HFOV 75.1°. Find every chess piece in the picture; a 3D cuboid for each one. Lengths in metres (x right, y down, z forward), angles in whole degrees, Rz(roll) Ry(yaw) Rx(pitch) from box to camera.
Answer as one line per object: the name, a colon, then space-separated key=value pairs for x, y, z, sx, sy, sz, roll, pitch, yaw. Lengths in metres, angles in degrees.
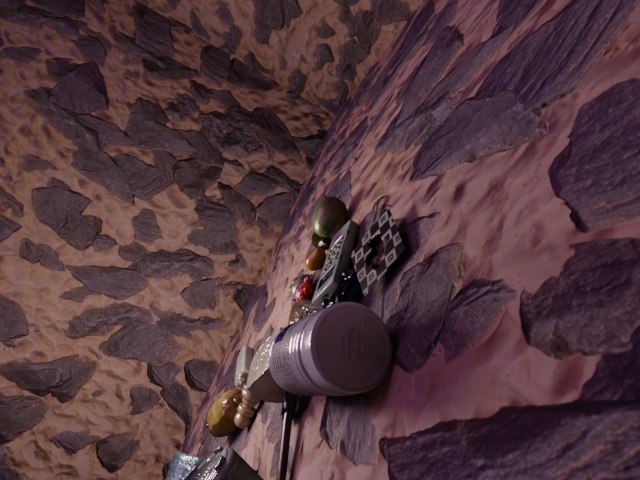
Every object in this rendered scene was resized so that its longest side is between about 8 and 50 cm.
chess piece: x=-0.283 y=0.653 z=1.640 sx=0.094 sy=0.094 sz=0.171 roll=-154 pitch=83 yaw=-78

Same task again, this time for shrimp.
shrimp: x=-0.053 y=0.288 z=1.500 sx=0.316 sy=0.062 sz=0.165 roll=147 pitch=130 yaw=-60

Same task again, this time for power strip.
power strip: x=-0.391 y=0.647 z=2.134 sx=0.098 sy=0.058 sz=0.338 roll=-61 pitch=12 yaw=6

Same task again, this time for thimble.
thimble: x=-0.527 y=0.965 z=1.704 sx=0.235 sy=0.198 sz=0.143 roll=124 pitch=165 yaw=-56

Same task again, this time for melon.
melon: x=0.040 y=-0.103 z=1.723 sx=0.192 sy=0.139 sz=0.139 roll=-64 pitch=12 yaw=-11

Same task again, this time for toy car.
toy car: x=0.084 y=0.140 z=1.217 sx=0.216 sy=0.063 sz=0.103 roll=-53 pitch=10 yaw=-31

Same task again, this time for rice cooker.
rice cooker: x=-0.246 y=0.689 z=1.066 sx=0.241 sy=0.227 sz=0.280 roll=-41 pitch=5 yaw=20

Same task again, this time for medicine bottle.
medicine bottle: x=0.009 y=0.263 z=0.974 sx=0.332 sy=0.189 sz=0.190 roll=-40 pitch=26 yaw=61

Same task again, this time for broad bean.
broad bean: x=0.000 y=0.000 z=1.848 sx=0.077 sy=0.061 sz=0.339 roll=-55 pitch=14 yaw=3

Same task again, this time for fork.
fork: x=0.168 y=-0.057 z=1.359 sx=0.034 sy=0.028 sz=0.220 roll=-26 pitch=38 yaw=64

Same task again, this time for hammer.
hammer: x=-0.096 y=0.580 z=1.079 sx=0.366 sy=0.043 sz=0.111 roll=-86 pitch=7 yaw=-50

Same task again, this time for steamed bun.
steamed bun: x=-0.104 y=0.384 z=1.249 sx=0.242 sy=0.164 sz=0.146 roll=-50 pitch=19 yaw=37

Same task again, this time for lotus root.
lotus root: x=-0.406 y=0.749 z=1.792 sx=0.284 sy=0.146 sz=0.160 roll=-48 pitch=-1 yaw=31

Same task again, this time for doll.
doll: x=-0.084 y=0.206 z=1.747 sx=0.143 sy=0.076 sz=0.245 roll=-66 pitch=17 yaw=1

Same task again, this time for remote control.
remote control: x=0.056 y=0.071 z=1.436 sx=0.145 sy=0.050 sz=0.344 roll=-51 pitch=13 yaw=38

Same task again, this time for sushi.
sushi: x=0.166 y=0.034 z=1.138 sx=0.193 sy=0.040 sz=0.210 roll=-54 pitch=23 yaw=25

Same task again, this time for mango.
mango: x=-0.020 y=0.075 z=1.735 sx=0.060 sy=0.080 sz=0.115 roll=-55 pitch=-10 yaw=-70
